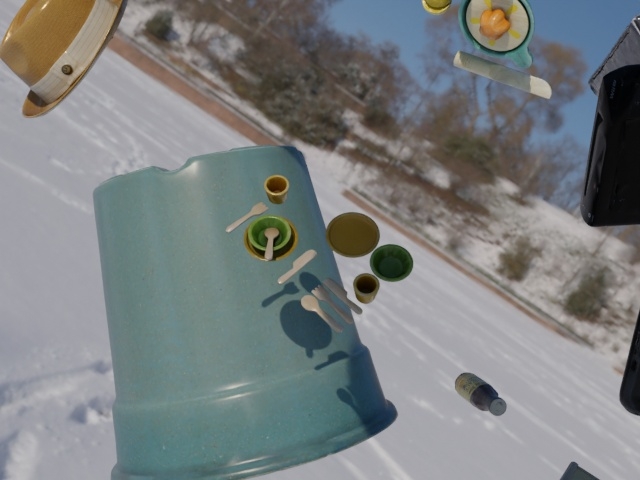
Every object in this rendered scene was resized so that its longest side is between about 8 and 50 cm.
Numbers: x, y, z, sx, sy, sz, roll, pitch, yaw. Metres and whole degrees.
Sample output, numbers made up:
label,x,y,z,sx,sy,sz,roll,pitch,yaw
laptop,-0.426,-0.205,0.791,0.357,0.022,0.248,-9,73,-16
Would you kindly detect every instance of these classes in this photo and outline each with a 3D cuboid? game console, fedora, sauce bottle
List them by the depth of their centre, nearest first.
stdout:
label,x,y,z,sx,sy,sz,roll,pitch,yaw
game console,0.326,0.016,0.757,0.213,0.361,0.044,-2,32,-3
fedora,-0.293,-0.227,0.949,0.079,0.194,0.194,35,3,-31
sauce bottle,0.239,0.228,1.273,0.042,0.042,0.128,34,-4,-14

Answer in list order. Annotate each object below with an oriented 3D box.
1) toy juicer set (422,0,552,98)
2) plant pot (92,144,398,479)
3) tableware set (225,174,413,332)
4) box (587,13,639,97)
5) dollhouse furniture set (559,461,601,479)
label,x,y,z,sx,sy,sz,roll,pitch,yaw
toy juicer set,0.267,-0.374,1.461,0.209,0.089,0.329,9,-47,34
plant pot,-0.111,0.077,1.016,0.341,0.341,0.334,-1,78,-84
tableware set,0.000,0.000,0.743,0.154,0.104,0.024,41,-24,24
box,0.580,-0.262,1.228,0.183,0.296,0.294,63,4,8
dollhouse furniture set,0.340,0.451,1.146,0.161,0.242,0.212,31,19,21
